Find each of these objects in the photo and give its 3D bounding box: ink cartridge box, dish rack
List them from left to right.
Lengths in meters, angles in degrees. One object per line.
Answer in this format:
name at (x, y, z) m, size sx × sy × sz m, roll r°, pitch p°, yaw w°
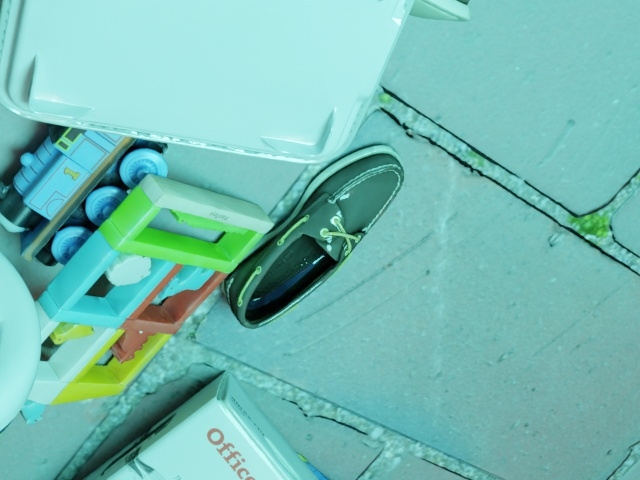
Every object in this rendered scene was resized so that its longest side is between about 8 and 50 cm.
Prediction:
ink cartridge box at (-0.144, 0.300, 1.330) m, size 0.273 × 0.114 × 0.197 m, roll -37°, pitch 98°, yaw 8°
dish rack at (-0.088, -0.175, 0.969) m, size 0.332 × 0.072 × 0.286 m, roll 8°, pitch 132°, yaw -18°

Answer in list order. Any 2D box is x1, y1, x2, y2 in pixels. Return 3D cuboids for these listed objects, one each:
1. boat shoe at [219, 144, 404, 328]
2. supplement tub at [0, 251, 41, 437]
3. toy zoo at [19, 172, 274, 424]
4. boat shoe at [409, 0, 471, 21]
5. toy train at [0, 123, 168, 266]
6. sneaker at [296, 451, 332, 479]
boat shoe at (0.000, 0.000, 1.249) m, size 0.227 × 0.069 × 0.081 m, roll -41°, pitch 127°, yaw 10°
supplement tub at (-0.396, 0.146, 1.064) m, size 0.235 × 0.235 × 0.325 m, roll 14°, pitch 136°, yaw -28°
toy zoo at (-0.192, 0.066, 1.193) m, size 0.293 × 0.030 × 0.192 m, roll -47°, pitch 155°, yaw 15°
boat shoe at (0.004, -0.269, 1.039) m, size 0.324 × 0.116 × 0.097 m, roll 18°, pitch 87°, yaw -29°
toy train at (-0.215, -0.058, 1.127) m, size 0.105 × 0.080 × 0.184 m, roll 36°, pitch 107°, yaw -27°
sneaker at (0.012, 0.319, 1.471) m, size 0.069 × 0.082 × 0.209 m, roll -45°, pitch 128°, yaw 10°
